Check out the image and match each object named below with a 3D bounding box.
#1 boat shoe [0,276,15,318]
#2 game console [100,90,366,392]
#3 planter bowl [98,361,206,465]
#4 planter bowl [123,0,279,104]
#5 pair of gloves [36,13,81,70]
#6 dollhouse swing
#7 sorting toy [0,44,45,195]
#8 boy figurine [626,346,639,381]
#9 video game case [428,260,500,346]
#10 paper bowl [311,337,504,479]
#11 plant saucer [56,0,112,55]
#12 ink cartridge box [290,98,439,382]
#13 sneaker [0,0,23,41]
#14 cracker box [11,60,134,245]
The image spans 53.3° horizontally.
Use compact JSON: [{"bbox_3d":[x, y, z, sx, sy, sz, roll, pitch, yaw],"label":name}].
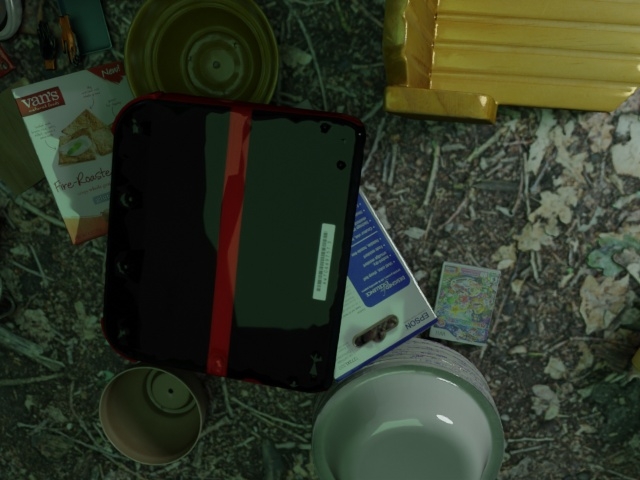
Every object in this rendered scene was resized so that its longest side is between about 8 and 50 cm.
[{"bbox_3d":[-0.574,0.122,1.012,0.157,0.136,0.367,33,107,-1],"label":"boat shoe"},{"bbox_3d":[-0.128,0.004,0.874,0.342,0.060,0.386,8,102,6],"label":"game console"},{"bbox_3d":[-0.252,0.255,1.013,0.162,0.109,0.162,1,102,6],"label":"planter bowl"},{"bbox_3d":[-0.158,-0.251,0.905,0.217,0.090,0.217,1,102,6],"label":"planter bowl"},{"bbox_3d":[-0.391,-0.294,0.953,0.083,0.010,0.074,1,107,30],"label":"pair of gloves"},{"bbox_3d":[0.258,-0.311,0.752,0.305,0.315,0.346,8,100,16],"label":"dollhouse swing"},{"bbox_3d":[-0.455,-0.168,0.975,0.132,0.046,0.274,-31,104,12],"label":"sorting toy"},{"bbox_3d":[0.530,0.170,0.912,0.177,0.092,0.285,-6,100,8],"label":"boy figurine"},{"bbox_3d":[0.219,0.097,0.973,0.087,0.011,0.121,9,103,5],"label":"video game case"},{"bbox_3d":[0.127,0.298,0.941,0.285,0.148,0.284,1,109,2],"label":"paper bowl"},{"bbox_3d":[-0.361,-0.373,0.942,0.067,0.018,0.191,-11,101,9],"label":"plant saucer"},{"bbox_3d":[0.000,0.000,0.919,0.176,0.069,0.370,-31,89,-2],"label":"ink cartridge box"},{"bbox_3d":[-0.509,-0.426,0.903,0.100,0.108,0.271,-13,99,11],"label":"sneaker"},{"bbox_3d":[-0.327,-0.127,0.933,0.156,0.067,0.232,-22,99,-17],"label":"cracker box"}]
